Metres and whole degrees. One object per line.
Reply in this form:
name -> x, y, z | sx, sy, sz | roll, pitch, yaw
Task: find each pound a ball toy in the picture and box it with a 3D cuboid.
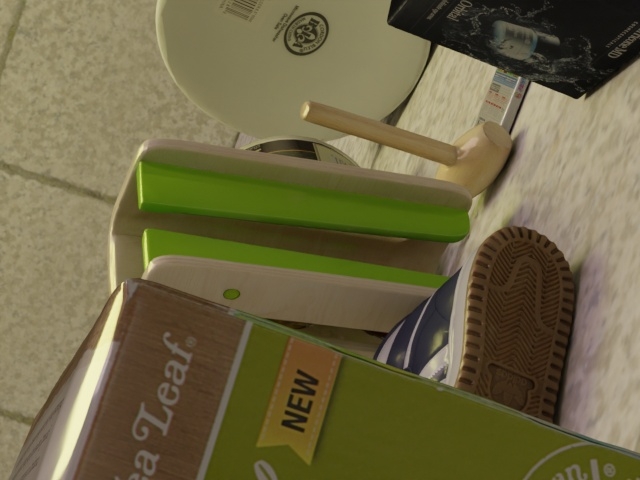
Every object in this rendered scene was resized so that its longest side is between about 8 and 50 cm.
pound a ball toy -> 0.000, 0.000, 1.234 | 0.136, 0.319, 0.208 | 118, 151, -44

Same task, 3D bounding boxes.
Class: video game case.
video game case -> 0.164, -0.141, 1.357 | 0.087, 0.011, 0.122 | -119, 48, -77

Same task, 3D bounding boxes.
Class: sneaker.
sneaker -> 0.078, 0.137, 1.039 | 0.153, 0.099, 0.282 | -45, 20, 57

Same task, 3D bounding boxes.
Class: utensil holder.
utensil holder -> -0.019, -0.344, 1.857 | 0.385, 0.327, 0.328 | -87, 19, -49

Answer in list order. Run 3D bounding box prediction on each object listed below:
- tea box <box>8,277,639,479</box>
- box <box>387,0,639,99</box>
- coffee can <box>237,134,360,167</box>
tea box -> 0.014, 0.195, 0.640 | 0.329, 0.323, 0.220 | 139, 149, -69
box -> 0.149, -0.186, 1.094 | 0.156, 0.158, 0.093 | 138, 151, -70
coffee can -> -0.023, 0.027, 1.501 | 0.275, 0.201, 0.202 | -106, 36, -74
